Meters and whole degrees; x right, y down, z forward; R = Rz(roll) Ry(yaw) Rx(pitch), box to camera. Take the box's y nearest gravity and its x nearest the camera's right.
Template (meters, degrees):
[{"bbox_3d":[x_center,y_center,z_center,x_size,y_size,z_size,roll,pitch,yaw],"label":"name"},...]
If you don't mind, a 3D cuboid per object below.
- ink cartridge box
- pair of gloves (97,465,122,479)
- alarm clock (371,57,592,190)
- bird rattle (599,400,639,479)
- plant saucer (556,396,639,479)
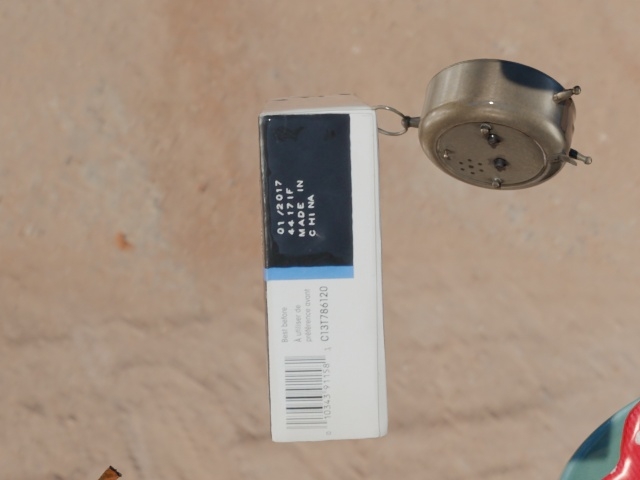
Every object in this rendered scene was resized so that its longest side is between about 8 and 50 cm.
[{"bbox_3d":[0.000,0.000,0.969,0.065,0.165,0.332,-3,5,1],"label":"ink cartridge box"},{"bbox_3d":[-0.166,0.212,1.278,0.010,0.083,0.074,32,76,29],"label":"pair of gloves"},{"bbox_3d":[0.130,-0.095,1.438,0.192,0.129,0.064,6,60,20],"label":"alarm clock"},{"bbox_3d":[0.232,0.133,0.845,0.253,0.143,0.207,39,55,-25],"label":"bird rattle"},{"bbox_3d":[0.346,0.218,1.608,0.043,0.318,0.317,58,40,-21],"label":"plant saucer"}]
